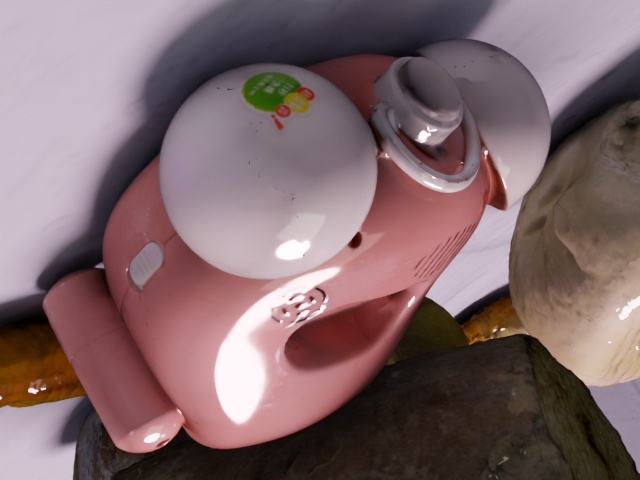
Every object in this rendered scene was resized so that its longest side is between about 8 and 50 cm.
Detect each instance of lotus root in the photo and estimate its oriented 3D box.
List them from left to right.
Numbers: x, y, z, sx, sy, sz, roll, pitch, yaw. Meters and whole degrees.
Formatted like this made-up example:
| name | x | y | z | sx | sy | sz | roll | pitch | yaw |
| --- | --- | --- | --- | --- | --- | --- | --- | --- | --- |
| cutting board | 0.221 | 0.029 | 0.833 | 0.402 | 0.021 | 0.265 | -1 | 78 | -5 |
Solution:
| name | x | y | z | sx | sy | sz | roll | pitch | yaw |
| --- | --- | --- | --- | --- | --- | --- | --- | --- | --- |
| lotus root | -0.085 | 0.111 | 0.625 | 0.088 | 0.088 | 0.165 | -21 | 149 | -36 |

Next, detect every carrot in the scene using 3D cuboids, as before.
| name | x | y | z | sx | sy | sz | roll | pitch | yaw |
| --- | --- | --- | --- | --- | --- | --- | --- | --- | --- |
| carrot | -0.087 | 0.042 | 0.486 | 0.170 | 0.042 | 0.042 | -8 | 152 | -49 |

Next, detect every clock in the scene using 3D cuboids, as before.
| name | x | y | z | sx | sy | sz | roll | pitch | yaw |
| --- | --- | --- | --- | --- | --- | --- | --- | --- | --- |
| clock | 0.000 | 0.000 | 0.429 | 0.166 | 0.093 | 0.162 | -15 | 154 | -44 |

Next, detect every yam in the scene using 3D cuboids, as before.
| name | x | y | z | sx | sy | sz | roll | pitch | yaw |
| --- | --- | --- | --- | --- | --- | --- | --- | --- | --- |
| yam | 0.016 | 0.135 | 0.520 | 0.254 | 0.154 | 0.154 | -22 | 166 | 10 |

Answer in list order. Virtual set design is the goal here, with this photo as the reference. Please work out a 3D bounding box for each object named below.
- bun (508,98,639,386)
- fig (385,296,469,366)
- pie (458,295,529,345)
| name | x | y | z | sx | sy | sz | roll | pitch | yaw |
| --- | --- | --- | --- | --- | --- | --- | --- | --- | --- |
| bun | 0.187 | -0.017 | 0.677 | 0.178 | 0.128 | 0.193 | -27 | 152 | -18 |
| fig | 0.026 | 0.061 | 0.614 | 0.149 | 0.149 | 0.245 | -27 | 152 | -18 |
| pie | 0.130 | 0.146 | 1.119 | 0.308 | 0.085 | 0.308 | -29 | 165 | -9 |
